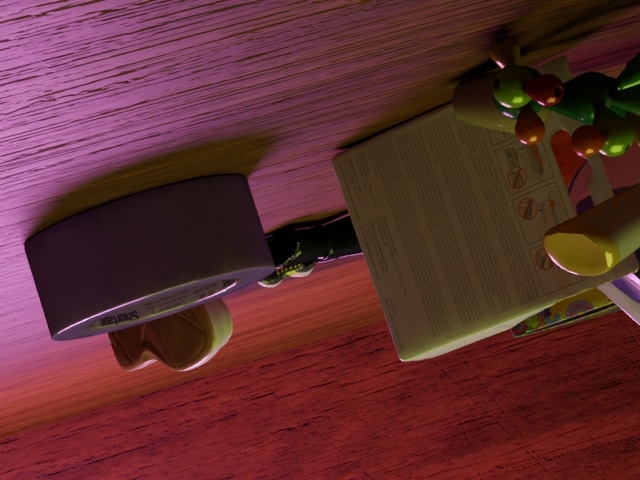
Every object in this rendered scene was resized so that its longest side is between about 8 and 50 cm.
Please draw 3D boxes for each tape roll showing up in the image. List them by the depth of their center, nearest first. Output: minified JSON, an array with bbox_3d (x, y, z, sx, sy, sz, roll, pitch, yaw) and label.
[{"bbox_3d":[-0.137,0.015,1.576,0.189,0.080,0.189,-17,174,-2],"label":"tape roll"}]

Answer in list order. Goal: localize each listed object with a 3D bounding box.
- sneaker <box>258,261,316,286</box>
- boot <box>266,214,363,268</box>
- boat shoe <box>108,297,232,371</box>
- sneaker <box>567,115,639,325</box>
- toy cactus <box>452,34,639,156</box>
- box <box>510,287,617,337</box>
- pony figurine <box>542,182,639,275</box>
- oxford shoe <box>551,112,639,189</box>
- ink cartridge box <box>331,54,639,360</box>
[{"bbox_3d":[-0.038,0.027,2.189,0.083,0.031,0.035,-18,161,-37],"label":"sneaker"},{"bbox_3d":[0.000,-0.001,1.990,0.121,0.045,0.099,-23,169,40],"label":"boot"},{"bbox_3d":[-0.143,0.082,2.085,0.096,0.098,0.277,-15,-178,-25],"label":"boat shoe"},{"bbox_3d":[0.318,-0.093,1.548,0.315,0.127,0.182,-50,179,-33],"label":"sneaker"},{"bbox_3d":[0.170,-0.110,1.393,0.180,0.112,0.219,2,-168,43],"label":"toy cactus"},{"bbox_3d":[0.355,-0.029,2.113,0.290,0.177,0.279,-22,172,25],"label":"box"},{"bbox_3d":[0.362,-0.085,1.221,0.351,0.303,0.363,1,-138,47],"label":"pony figurine"},{"bbox_3d":[0.248,-0.082,1.862,0.271,0.096,0.098,-14,-167,-2],"label":"oxford shoe"},{"bbox_3d":[0.134,-0.023,1.547,0.225,0.181,0.056,-23,171,28],"label":"ink cartridge box"}]
